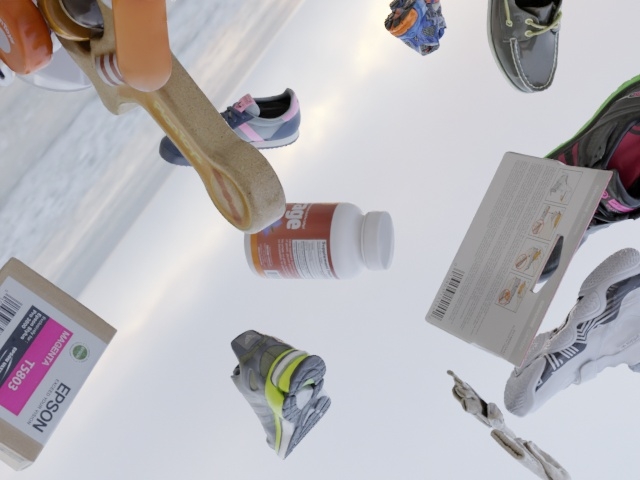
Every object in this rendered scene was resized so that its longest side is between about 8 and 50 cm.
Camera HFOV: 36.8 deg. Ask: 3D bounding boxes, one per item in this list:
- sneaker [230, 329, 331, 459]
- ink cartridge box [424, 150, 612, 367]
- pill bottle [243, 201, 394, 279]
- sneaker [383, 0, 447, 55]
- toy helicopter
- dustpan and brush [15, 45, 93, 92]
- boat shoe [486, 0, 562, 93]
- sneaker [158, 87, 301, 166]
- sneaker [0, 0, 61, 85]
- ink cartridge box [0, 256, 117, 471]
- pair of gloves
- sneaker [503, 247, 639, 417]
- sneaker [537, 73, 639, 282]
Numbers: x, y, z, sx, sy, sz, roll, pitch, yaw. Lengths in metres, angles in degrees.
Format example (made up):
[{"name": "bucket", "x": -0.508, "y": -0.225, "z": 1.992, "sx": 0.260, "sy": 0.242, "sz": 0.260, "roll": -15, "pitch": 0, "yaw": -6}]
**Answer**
[{"name": "sneaker", "x": -0.061, "y": 0.212, "z": 1.369, "sx": 0.111, "sy": 0.121, "sz": 0.300, "roll": -44, "pitch": 157, "yaw": -26}, {"name": "ink cartridge box", "x": 0.298, "y": 0.027, "z": 1.400, "sx": 0.296, "sy": 0.066, "sz": 0.261, "roll": -64, "pitch": -154, "yaw": 0}, {"name": "pill bottle", "x": 0.000, "y": 0.000, "z": 1.499, "sx": 0.216, "sy": 0.121, "sz": 0.121, "roll": 0, "pitch": -145, "yaw": 19}, {"name": "sneaker", "x": 0.157, "y": -0.350, "z": 1.505, "sx": 0.083, "sy": 0.087, "sz": 0.221, "roll": -31, "pitch": -159, "yaw": 33}, {"name": "toy helicopter", "x": -0.145, "y": -0.160, "z": 0.837, "sx": 0.140, "sy": 0.355, "sz": 0.235, "roll": -36, "pitch": 173, "yaw": -29}, {"name": "dustpan and brush", "x": -0.467, "y": -0.298, "z": 1.505, "sx": 0.060, "sy": 0.211, "sz": 0.147, "roll": 150, "pitch": -67, "yaw": -63}, {"name": "boat shoe", "x": 0.316, "y": -0.363, "z": 1.468, "sx": 0.109, "sy": 0.305, "sz": 0.091, "roll": -20, "pitch": -155, "yaw": -14}, {"name": "sneaker", "x": -0.191, "y": -0.251, "z": 2.036, "sx": 0.318, "sy": 0.112, "sz": 0.131, "roll": -17, "pitch": 143, "yaw": -22}, {"name": "sneaker", "x": -0.332, "y": -0.232, "z": 1.018, "sx": 0.236, "sy": 0.105, "sz": 0.095, "roll": -37, "pitch": -155, "yaw": -3}, {"name": "ink cartridge box", "x": -0.432, "y": 0.173, "z": 1.367, "sx": 0.088, "sy": 0.193, "sz": 0.235, "roll": -34, "pitch": -156, "yaw": 52}, {"name": "pair of gloves", "x": 0.314, "y": 0.320, "z": 1.593, "sx": 0.042, "sy": 0.204, "sz": 0.240, "roll": -49, "pitch": -143, "yaw": 2}, {"name": "sneaker", "x": 0.502, "y": 0.208, "z": 1.702, "sx": 0.366, "sy": 0.210, "sz": 0.137, "roll": -49, "pitch": -177, "yaw": -4}, {"name": "sneaker", "x": 0.508, "y": -0.101, "z": 1.800, "sx": 0.483, "sy": 0.185, "sz": 0.202, "roll": -57, "pitch": -169, "yaw": 28}]
